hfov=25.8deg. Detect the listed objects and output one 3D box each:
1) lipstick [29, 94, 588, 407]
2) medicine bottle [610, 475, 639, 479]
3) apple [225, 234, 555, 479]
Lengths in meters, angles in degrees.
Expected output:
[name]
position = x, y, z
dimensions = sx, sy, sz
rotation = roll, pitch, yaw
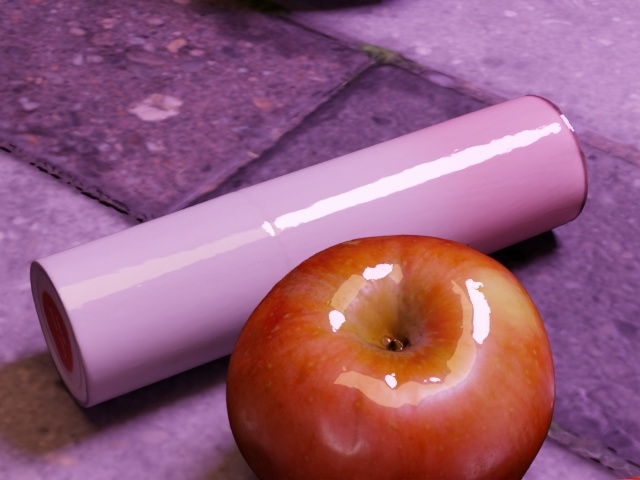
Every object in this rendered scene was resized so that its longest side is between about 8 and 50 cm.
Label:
[lipstick]
position = 0.000, 0.000, 0.814
dimensions = 0.327, 0.087, 0.087
rotation = -20, 44, -22
[medicine bottle]
position = 0.123, 0.201, 0.451
dimensions = 0.240, 0.252, 0.252
rotation = -7, 41, -7
[apple]
position = 0.036, 0.075, 0.694
dimensions = 0.163, 0.139, 0.163
rotation = 0, 54, 0
